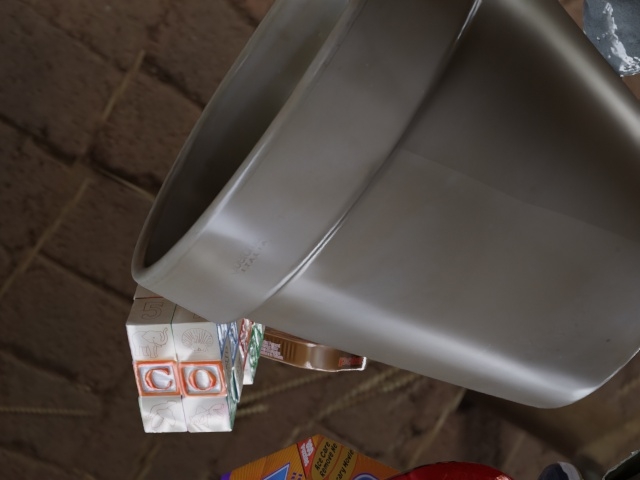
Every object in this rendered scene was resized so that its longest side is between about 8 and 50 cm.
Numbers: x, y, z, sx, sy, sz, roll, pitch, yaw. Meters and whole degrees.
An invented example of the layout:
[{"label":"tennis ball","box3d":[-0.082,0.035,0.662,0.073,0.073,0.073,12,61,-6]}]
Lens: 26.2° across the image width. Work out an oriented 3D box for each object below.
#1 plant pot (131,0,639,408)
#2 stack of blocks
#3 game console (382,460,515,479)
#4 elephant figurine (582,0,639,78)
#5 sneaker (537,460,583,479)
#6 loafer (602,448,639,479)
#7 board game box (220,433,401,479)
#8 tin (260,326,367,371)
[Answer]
[{"label":"plant pot","box3d":[0.080,-0.040,0.884,0.280,0.323,0.323,33,83,-12]},{"label":"stack of blocks","box3d":[-0.116,0.067,1.400,0.297,0.087,0.171,-82,168,-58]},{"label":"game console","box3d":[-0.023,0.319,0.834,0.386,0.060,0.342,-21,126,-5]},{"label":"elephant figurine","box3d":[0.348,-0.233,1.192,0.169,0.239,0.186,-74,159,-54]},{"label":"sneaker","box3d":[0.232,0.369,1.691,0.099,0.153,0.282,112,-3,-46]},{"label":"loafer","box3d":[0.409,0.238,1.474,0.268,0.102,0.092,-37,142,4]},{"label":"board game box","box3d":[0.017,0.571,2.199,0.356,0.356,0.356,27,60,-19]},{"label":"tin","box3d":[-0.021,0.126,1.662,0.106,0.189,0.040,-2,98,-40]}]
